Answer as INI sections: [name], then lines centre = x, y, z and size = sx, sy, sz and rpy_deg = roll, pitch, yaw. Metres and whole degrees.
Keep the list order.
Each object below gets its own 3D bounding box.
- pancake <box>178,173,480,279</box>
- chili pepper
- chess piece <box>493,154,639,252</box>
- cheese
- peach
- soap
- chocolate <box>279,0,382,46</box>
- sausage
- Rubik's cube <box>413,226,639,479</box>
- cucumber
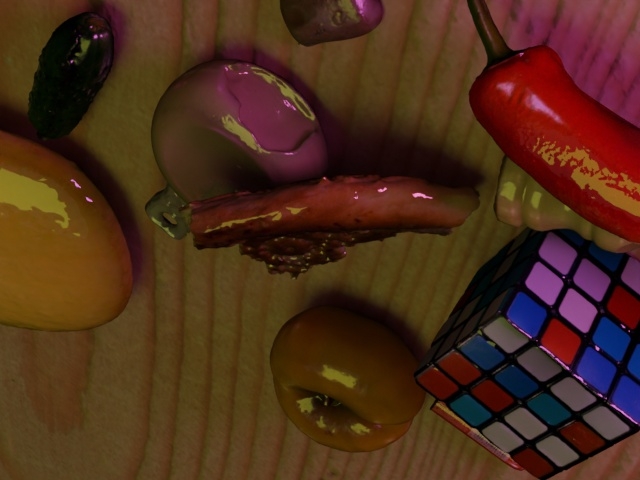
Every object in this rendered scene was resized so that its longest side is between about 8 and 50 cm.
[pancake]
centre = 0.000, 0.000, 1.258
size = 0.266, 0.057, 0.244
rpy_deg = 3, 158, -8
[chili pepper]
centre = 0.242, -0.065, 1.008
size = 0.368, 0.137, 0.092
rpy_deg = 29, 165, 8
[chess piece]
centre = 0.245, -0.030, 1.073
size = 0.200, 0.090, 0.090
rpy_deg = 17, 140, 21
[cheese]
centre = -0.102, -0.069, 1.322
size = 0.163, 0.082, 0.286
rpy_deg = 40, 147, -4
[peach]
centre = 0.026, 0.148, 1.438
size = 0.179, 0.103, 0.179
rpy_deg = 20, 142, 17
[soap]
centre = -0.413, -0.021, 1.579
size = 0.427, 0.115, 0.306
rpy_deg = 11, 132, 16
[chocolate]
centre = 0.001, -0.192, 1.138
size = 0.100, 0.031, 0.064
rpy_deg = -6, 123, 45
[sausage]
centre = 0.177, 0.202, 1.434
size = 0.129, 0.034, 0.034
rpy_deg = 35, 144, 1
[Rubik's cube]
centre = 0.202, 0.089, 1.188
size = 0.154, 0.151, 0.155
rpy_deg = 38, 145, -5
[cucumber]
centre = -0.255, -0.158, 1.360
size = 0.069, 0.069, 0.227
rpy_deg = 38, 148, -3
